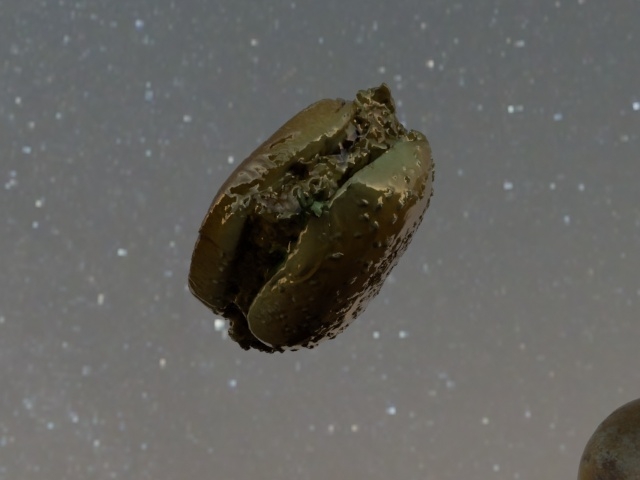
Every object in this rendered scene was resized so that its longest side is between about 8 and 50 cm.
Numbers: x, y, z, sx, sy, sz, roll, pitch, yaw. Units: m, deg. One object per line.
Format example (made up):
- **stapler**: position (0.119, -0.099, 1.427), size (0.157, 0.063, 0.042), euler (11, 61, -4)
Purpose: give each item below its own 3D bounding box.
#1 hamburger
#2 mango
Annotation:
- **hamburger**: position (0.000, 0.000, 1.031), size (0.122, 0.189, 0.215), euler (38, -45, 13)
- **mango**: position (0.442, 0.318, 1.816), size (0.193, 0.316, 0.146), euler (24, -48, 21)
